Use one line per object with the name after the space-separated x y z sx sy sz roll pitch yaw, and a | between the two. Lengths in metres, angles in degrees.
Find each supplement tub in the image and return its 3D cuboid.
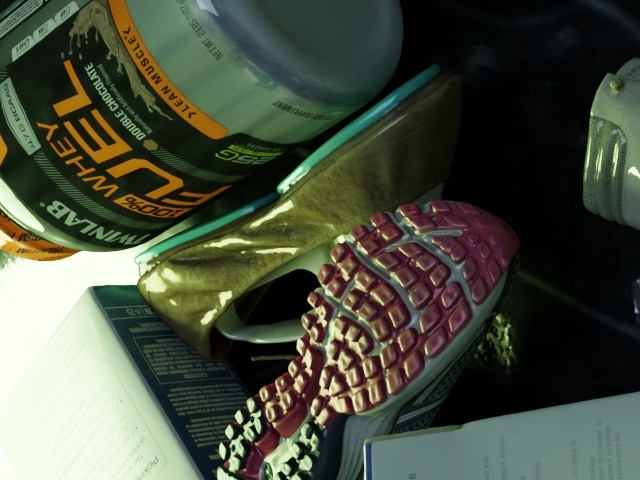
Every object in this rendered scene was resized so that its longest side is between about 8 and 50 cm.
-0.122 -0.122 1.329 0.338 0.207 0.207 -31 70 39 | supplement tub

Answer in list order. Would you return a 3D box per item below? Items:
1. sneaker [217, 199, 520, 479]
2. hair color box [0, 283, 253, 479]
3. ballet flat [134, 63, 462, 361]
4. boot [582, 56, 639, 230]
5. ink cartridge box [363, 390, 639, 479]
0.041 0.088 1.233 0.299 0.112 0.121 -53 48 34 | sneaker
-0.103 0.216 1.380 0.174 0.105 0.347 -51 58 30 | hair color box
0.000 0.000 1.296 0.342 0.116 0.124 -31 90 39 | ballet flat
0.247 -0.082 1.081 0.165 0.077 0.213 34 115 39 | boot
0.175 0.240 1.059 0.307 0.072 0.303 -15 64 31 | ink cartridge box
